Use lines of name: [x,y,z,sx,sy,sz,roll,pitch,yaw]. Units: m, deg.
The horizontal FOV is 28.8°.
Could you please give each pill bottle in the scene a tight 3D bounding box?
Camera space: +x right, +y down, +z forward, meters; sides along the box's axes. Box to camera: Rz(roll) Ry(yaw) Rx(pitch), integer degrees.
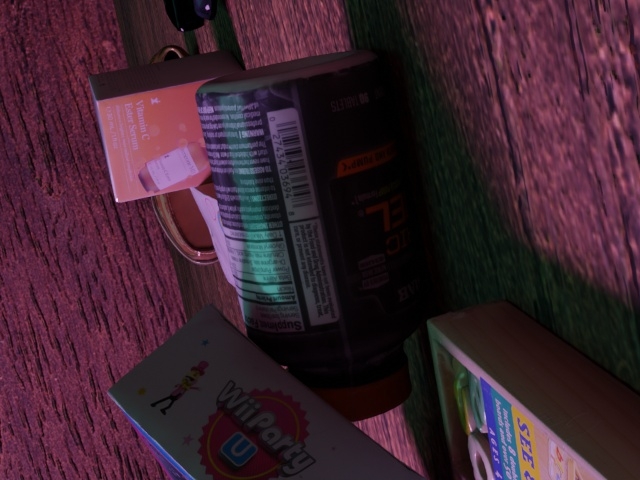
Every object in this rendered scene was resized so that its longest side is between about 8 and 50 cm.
pill bottle: [0.000,0.000,0.866,0.130,0.130,0.246,-144,42,-74]

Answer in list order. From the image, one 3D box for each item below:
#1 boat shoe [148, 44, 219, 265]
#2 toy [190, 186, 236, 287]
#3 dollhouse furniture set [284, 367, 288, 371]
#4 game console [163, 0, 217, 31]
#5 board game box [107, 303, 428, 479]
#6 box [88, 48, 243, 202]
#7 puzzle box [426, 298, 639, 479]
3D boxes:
boat shoe: [-0.192,-0.119,1.735,0.104,0.110,0.307,124,131,-77]
toy: [-0.068,0.009,1.396,0.237,0.056,0.137,33,146,64]
dollhouse furniture set: [-0.007,0.218,1.452,0.152,0.058,0.076,56,160,3]
game console: [-0.167,-0.345,1.522,0.361,0.043,0.213,-123,20,-61]
board game box: [0.003,0.212,0.852,0.224,0.097,0.303,34,157,40]
box: [-0.169,-0.134,1.442,0.091,0.170,0.130,-121,20,-60]
puzzle box: [0.149,0.259,0.638,0.272,0.052,0.409,-140,37,-71]
